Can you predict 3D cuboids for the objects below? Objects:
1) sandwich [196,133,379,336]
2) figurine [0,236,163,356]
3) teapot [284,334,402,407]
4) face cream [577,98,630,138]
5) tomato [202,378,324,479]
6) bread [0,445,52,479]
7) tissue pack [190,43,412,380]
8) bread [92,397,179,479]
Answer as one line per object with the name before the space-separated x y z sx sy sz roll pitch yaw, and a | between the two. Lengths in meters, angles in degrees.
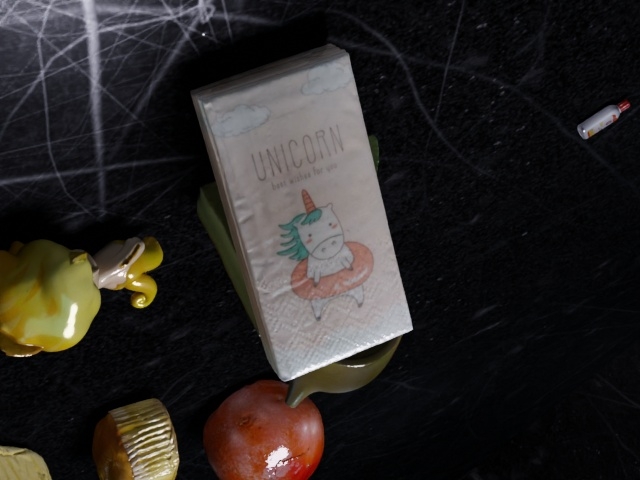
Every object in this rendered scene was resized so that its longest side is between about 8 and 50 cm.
sandwich | 0.000 0.000 1.434 0.245 0.212 0.063 -19 159 -24
figurine | -0.281 0.051 1.344 0.246 0.131 0.156 -21 172 -46
teapot | 0.019 0.128 1.765 0.267 0.186 0.175 -58 179 -33
face cream | 0.424 -0.183 1.795 0.083 0.021 0.040 -34 157 7
tomato | -0.093 0.345 2.047 0.208 0.184 0.208 -24 154 -13
bread | -0.477 0.363 1.698 0.106 0.140 0.236 -40 155 13
tissue pack | -0.015 -0.029 1.285 0.170 0.071 0.325 -19 110 -14
bread | -0.290 0.333 1.864 0.114 0.132 0.190 -17 151 -23
